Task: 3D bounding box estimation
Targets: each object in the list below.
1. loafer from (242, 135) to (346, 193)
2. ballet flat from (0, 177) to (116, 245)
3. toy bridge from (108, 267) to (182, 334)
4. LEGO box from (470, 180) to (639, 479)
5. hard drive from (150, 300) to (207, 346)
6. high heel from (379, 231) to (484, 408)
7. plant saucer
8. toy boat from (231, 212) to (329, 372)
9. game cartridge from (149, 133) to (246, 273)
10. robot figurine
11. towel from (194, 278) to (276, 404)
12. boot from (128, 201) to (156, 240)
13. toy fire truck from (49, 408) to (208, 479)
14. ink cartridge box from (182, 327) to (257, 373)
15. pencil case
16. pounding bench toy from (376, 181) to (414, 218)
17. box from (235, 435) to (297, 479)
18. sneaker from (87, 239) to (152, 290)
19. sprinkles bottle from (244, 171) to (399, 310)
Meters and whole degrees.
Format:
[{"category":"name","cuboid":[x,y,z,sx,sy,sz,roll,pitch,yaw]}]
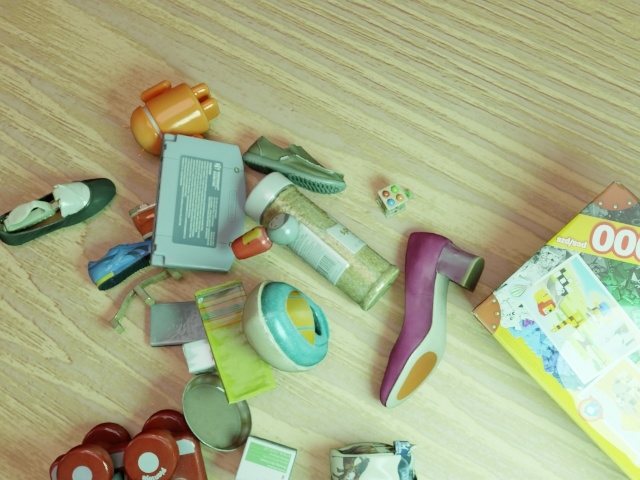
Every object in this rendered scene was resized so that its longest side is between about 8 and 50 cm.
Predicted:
[{"category":"loafer","cuboid":[-0.053,-0.179,1.490,0.251,0.094,0.087,20,79,7]},{"category":"ballet flat","cuboid":[-0.600,-0.070,1.469,0.280,0.096,0.095,-29,74,-8]},{"category":"toy bridge","cuboid":[-0.388,0.119,1.432,0.188,0.026,0.063,-45,49,-11]},{"category":"LEGO box","cuboid":[0.603,0.195,1.254,0.372,0.193,0.500,-45,76,9]},{"category":"hard drive","cuboid":[-0.302,0.181,1.423,0.135,0.022,0.094,-4,73,0]},{"category":"high heel","cuboid":[0.191,0.163,1.397,0.181,0.127,0.377,26,78,39]},{"category":"plant saucer","cuboid":[-0.213,0.351,1.317,0.029,0.168,0.168,-42,73,29]},{"category":"toy boat","cuboid":[-0.073,0.106,1.312,0.148,0.267,0.318,-24,73,15]},{"category":"game cartridge","cuboid":[-0.265,-0.079,1.447,0.198,0.062,0.297,9,75,-26]},{"category":"robot figurine","cuboid":[-0.346,-0.282,1.513,0.219,0.128,0.158,-31,119,-8]},{"category":"towel","cuboid":[-0.172,0.198,1.300,0.102,0.021,0.237,-19,73,-5]},{"category":"boot","cuboid":[-0.347,-0.057,1.485,0.157,0.059,0.085,-24,82,-2]},{"category":"toy fire truck","cuboid":[-0.362,0.489,1.271,0.302,0.169,0.254,-12,92,-1]},{"category":"ink cartridge box","cuboid":[-0.200,0.233,1.359,0.150,0.109,0.063,-15,74,-3]},{"category":"pencil case","cuboid":[0.125,0.588,1.215,0.183,0.160,0.410,-3,73,-10]},{"category":"pounding bench toy","cuboid":[0.176,-0.099,1.475,0.083,0.065,0.052,-28,74,-7]},{"category":"box","cuboid":[-0.106,0.445,1.296,0.101,0.102,0.087,16,76,5]},{"category":"sneaker","cuboid":[-0.420,0.028,1.450,0.209,0.069,0.082,-30,71,-7]},{"category":"sprinkles bottle","cuboid":[0.000,0.000,1.421,0.355,0.121,0.121,39,78,12]}]
